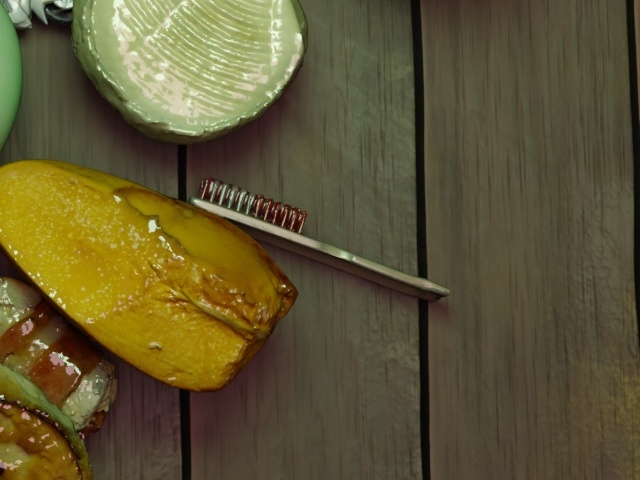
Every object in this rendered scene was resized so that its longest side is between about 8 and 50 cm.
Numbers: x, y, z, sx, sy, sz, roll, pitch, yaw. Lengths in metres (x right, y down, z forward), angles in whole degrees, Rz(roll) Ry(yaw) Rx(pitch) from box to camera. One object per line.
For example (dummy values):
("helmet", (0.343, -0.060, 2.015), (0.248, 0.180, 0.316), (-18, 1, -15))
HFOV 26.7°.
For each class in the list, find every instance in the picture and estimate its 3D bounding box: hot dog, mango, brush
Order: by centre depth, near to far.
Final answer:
("mango", (-0.206, 0.029, 1.431), (0.350, 0.199, 0.201), (28, 57, 0))
("hot dog", (-0.315, 0.130, 1.459), (0.146, 0.103, 0.213), (-36, 94, 11))
("brush", (0.000, 0.000, 1.560), (0.321, 0.060, 0.050), (21, 72, -12))

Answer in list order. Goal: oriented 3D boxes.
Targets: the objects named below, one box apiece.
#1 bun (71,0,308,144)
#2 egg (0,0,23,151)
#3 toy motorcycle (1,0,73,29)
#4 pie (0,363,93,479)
("bun", (-0.152, -0.231, 1.485), (0.259, 0.152, 0.259), (-1, 93, -14))
("egg", (-0.418, -0.158, 1.379), (0.220, 0.220, 0.270), (6, 85, -13))
("toy motorcycle", (-0.359, -0.312, 1.481), (0.151, 0.074, 0.229), (-39, 97, -4))
("pie", (-0.394, 0.242, 1.388), (0.315, 0.092, 0.315), (-1, 108, -4))
